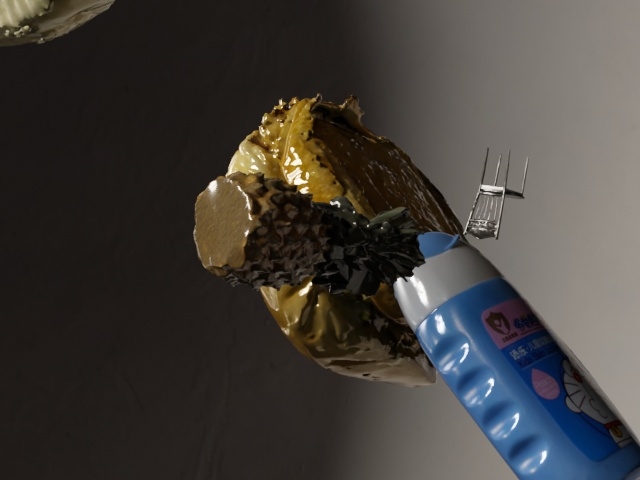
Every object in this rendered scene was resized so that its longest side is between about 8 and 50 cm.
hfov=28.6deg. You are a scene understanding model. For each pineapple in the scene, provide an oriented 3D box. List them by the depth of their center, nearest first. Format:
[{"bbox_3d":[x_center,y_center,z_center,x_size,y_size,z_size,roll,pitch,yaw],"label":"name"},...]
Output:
[{"bbox_3d":[0.000,0.000,0.777,0.159,0.074,0.074,9,63,-41],"label":"pineapple"}]

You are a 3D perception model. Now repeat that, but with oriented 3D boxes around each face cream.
[{"bbox_3d":[0.152,0.101,1.015,0.083,0.149,0.264,-47,69,26],"label":"face cream"}]

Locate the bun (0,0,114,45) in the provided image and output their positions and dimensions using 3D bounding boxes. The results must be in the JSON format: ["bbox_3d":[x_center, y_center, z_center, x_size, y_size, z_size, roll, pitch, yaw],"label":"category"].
[{"bbox_3d":[-0.304,-0.382,1.358,0.359,0.359,0.211,48,34,15],"label":"bun"}]

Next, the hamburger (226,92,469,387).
[{"bbox_3d":[0.044,0.004,1.252,0.158,0.319,0.318,-35,70,22],"label":"hamburger"}]

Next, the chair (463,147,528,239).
[{"bbox_3d":[0.161,-0.039,1.135,0.037,0.042,0.086,10,84,37],"label":"chair"}]
